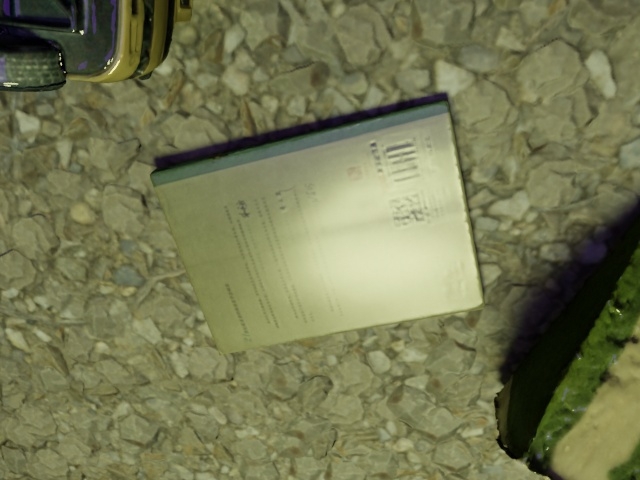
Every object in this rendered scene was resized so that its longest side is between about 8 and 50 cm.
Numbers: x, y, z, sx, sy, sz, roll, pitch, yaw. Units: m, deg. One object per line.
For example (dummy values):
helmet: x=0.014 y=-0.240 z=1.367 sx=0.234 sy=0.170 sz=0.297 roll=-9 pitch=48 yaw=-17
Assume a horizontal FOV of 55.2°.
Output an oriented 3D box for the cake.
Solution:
cake: x=0.288 y=0.100 z=0.554 sx=0.158 sy=0.172 sz=0.284 roll=31 pitch=84 yaw=8

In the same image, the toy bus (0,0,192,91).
toy bus: x=-0.273 y=-0.214 z=0.423 sx=0.365 sy=0.202 sz=0.177 roll=9 pitch=111 yaw=7

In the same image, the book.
book: x=0.000 y=0.000 z=0.583 sx=0.282 sy=0.025 sz=0.215 roll=-10 pitch=113 yaw=13
